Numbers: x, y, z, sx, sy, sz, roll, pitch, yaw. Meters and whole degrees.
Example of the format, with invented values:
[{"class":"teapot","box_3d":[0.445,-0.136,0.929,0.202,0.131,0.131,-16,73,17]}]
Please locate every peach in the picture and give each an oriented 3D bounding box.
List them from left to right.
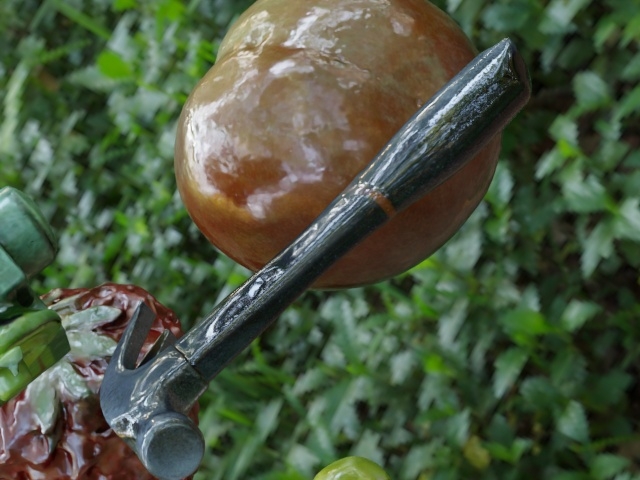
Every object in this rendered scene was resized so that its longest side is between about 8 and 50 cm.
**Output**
[{"class":"peach","box_3d":[0.018,-0.079,1.216,0.252,0.252,0.252,-34,41,35]}]

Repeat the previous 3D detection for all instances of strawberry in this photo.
[{"class":"strawberry","box_3d":[-0.283,0.220,2.019,0.317,0.345,0.295,-33,51,0]}]

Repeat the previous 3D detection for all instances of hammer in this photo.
[{"class":"hammer","box_3d":[0.000,0.000,0.832,0.290,0.037,0.137,-43,24,-8]}]

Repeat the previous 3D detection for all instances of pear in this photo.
[{"class":"pear","box_3d":[0.029,0.257,1.584,0.092,0.092,0.097,-42,12,26]}]

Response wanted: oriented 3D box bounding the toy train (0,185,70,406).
[{"class":"toy train","box_3d":[-0.274,0.074,0.957,0.272,0.159,0.188,-39,-7,-14]}]
